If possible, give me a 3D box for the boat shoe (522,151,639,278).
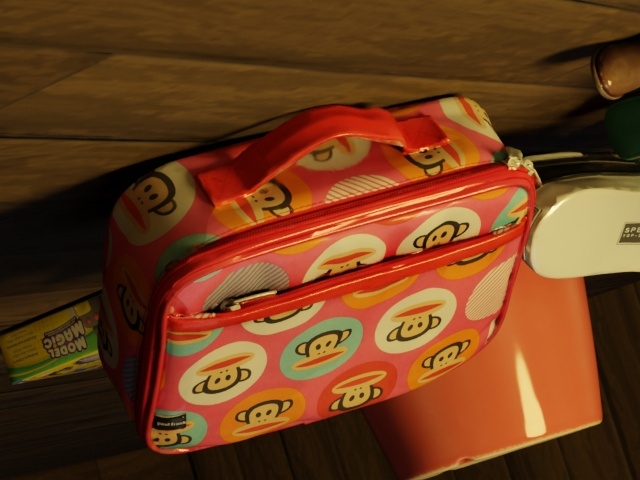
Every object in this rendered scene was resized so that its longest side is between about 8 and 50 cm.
[{"bbox_3d":[0.253,-0.025,1.609,0.301,0.102,0.108,-2,122,-36],"label":"boat shoe"}]

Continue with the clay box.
[{"bbox_3d":[-0.169,0.072,1.810,0.222,0.053,0.127,-21,172,32],"label":"clay box"}]

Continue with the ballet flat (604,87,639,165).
[{"bbox_3d":[0.295,-0.100,1.460,0.087,0.083,0.247,-18,-176,-15],"label":"ballet flat"}]

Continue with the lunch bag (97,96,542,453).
[{"bbox_3d":[-0.002,0.009,1.343,0.293,0.120,0.258,-16,144,-22],"label":"lunch bag"}]

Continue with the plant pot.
[{"bbox_3d":[0.128,0.079,1.805,0.275,0.243,0.275,-16,172,-2],"label":"plant pot"}]

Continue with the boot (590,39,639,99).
[{"bbox_3d":[0.246,-0.133,1.317,0.114,0.037,0.106,-19,-174,36],"label":"boot"}]
